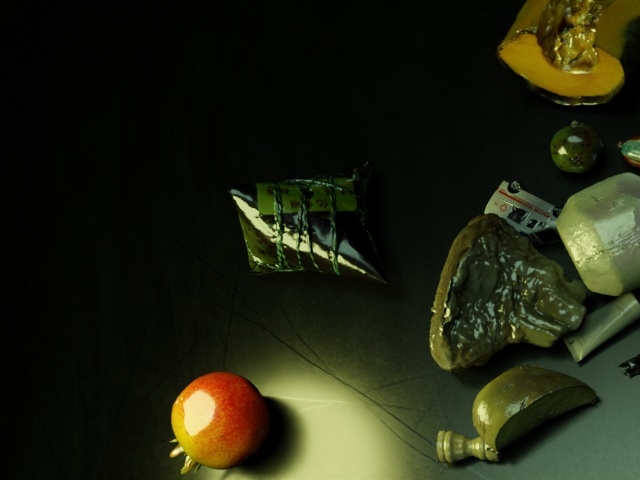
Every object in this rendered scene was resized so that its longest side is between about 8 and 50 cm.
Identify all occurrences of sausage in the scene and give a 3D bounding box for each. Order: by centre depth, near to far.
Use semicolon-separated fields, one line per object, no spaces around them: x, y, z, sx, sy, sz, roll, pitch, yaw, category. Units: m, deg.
0.736;-0.167;1.753;0.264;0.083;0.083;24;79;39;sausage

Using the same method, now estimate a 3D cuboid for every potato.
0.403;0.298;1.666;0.243;0.098;0.138;-27;38;-2;potato

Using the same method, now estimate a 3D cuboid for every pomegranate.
0.566;-0.213;1.867;0.115;0.114;0.142;-12;34;25;pomegranate
-0.240;0.422;1.928;0.256;0.221;0.221;-51;51;7;pomegranate

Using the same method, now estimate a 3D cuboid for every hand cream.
0.571;0.162;1.692;0.186;0.054;0.087;-37;43;18;hand cream

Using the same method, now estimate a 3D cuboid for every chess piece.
0.300;0.418;1.707;0.122;0.066;0.066;-2;64;22;chess piece

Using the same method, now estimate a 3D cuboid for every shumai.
0.391;0.125;1.777;0.283;0.217;0.345;13;81;3;shumai

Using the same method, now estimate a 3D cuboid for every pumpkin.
0.569;-0.445;1.890;0.303;0.256;0.225;28;76;14;pumpkin

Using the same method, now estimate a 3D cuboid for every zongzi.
0.000;0.000;2.008;0.384;0.319;0.362;-19;51;-1;zongzi

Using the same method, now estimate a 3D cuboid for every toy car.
0.460;-0.044;1.840;0.210;0.089;0.108;35;86;40;toy car

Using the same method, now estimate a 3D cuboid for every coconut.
0.595;-0.013;1.654;0.230;0.227;0.227;-25;55;12;coconut

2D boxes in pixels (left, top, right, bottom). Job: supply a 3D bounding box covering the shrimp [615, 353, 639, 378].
0.684;0.093;1.517;0.445;0.085;0.272;-34;88;-15;shrimp
